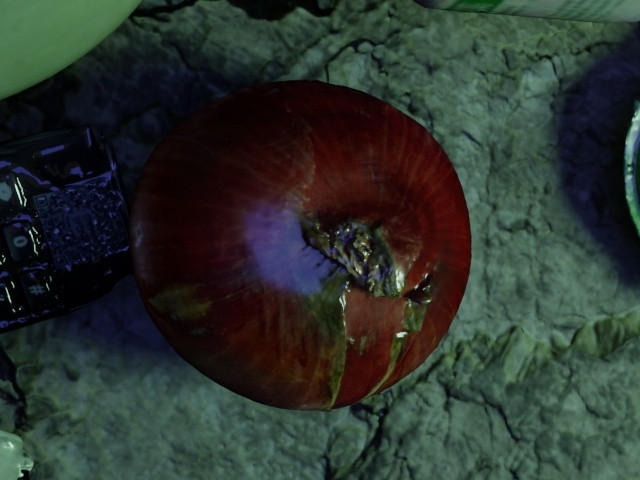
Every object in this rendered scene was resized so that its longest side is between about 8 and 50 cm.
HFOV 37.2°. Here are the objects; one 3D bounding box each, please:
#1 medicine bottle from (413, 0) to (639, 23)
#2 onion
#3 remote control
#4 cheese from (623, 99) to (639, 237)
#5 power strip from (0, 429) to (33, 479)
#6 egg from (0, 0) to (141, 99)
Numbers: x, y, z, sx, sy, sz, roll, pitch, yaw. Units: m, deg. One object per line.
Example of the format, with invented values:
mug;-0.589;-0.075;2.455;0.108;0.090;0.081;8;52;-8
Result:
medicine bottle;0.120;-0.262;0.645;0.325;0.212;0.212;4;90;-10
onion;-0.005;-0.002;0.657;0.248;0.161;0.248;10;61;-19
remote control;-0.325;0.022;0.644;0.399;0.062;0.144;-15;107;-7
cheese;0.333;-0.098;0.742;0.204;0.083;0.320;6;90;-9
power strip;-0.347;0.130;0.581;0.367;0.043;0.106;26;51;-29
egg;-0.218;-0.227;0.559;0.336;0.278;0.278;-28;95;-7
